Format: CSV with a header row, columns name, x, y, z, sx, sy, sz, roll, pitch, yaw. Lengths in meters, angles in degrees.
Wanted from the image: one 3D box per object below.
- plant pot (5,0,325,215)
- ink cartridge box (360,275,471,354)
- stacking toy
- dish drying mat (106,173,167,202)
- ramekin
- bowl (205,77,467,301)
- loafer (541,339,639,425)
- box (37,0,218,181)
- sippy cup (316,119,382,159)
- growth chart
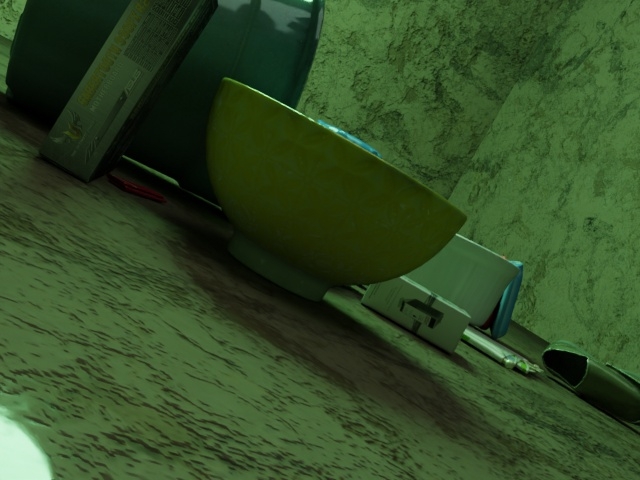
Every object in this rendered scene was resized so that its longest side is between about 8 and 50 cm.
name,x,y,z,sx,sy,sz,roll,pitch,yaw
plant pot,-0.215,-0.244,1.084,0.334,0.341,0.341,20,6,-15
ink cartridge box,0.127,0.088,1.071,0.135,0.056,0.099,30,3,4
stacking toy,0.270,0.086,1.735,0.301,0.166,0.175,16,5,10
dish drying mat,-0.200,-0.057,0.884,0.032,0.008,0.083,30,4,21
ramekin,0.224,0.054,1.541,0.277,0.135,0.277,27,1,0
bowl,-0.010,-0.030,0.843,0.289,0.156,0.289,29,3,-2
loafer,0.515,0.269,1.508,0.251,0.095,0.087,27,13,40
box,-0.190,-0.175,0.832,0.056,0.231,0.183,32,4,-9
sippy cup,0.012,-0.122,1.710,0.305,0.224,0.240,30,3,6
growth chart,0.296,0.182,1.382,0.172,0.021,0.237,32,4,25
